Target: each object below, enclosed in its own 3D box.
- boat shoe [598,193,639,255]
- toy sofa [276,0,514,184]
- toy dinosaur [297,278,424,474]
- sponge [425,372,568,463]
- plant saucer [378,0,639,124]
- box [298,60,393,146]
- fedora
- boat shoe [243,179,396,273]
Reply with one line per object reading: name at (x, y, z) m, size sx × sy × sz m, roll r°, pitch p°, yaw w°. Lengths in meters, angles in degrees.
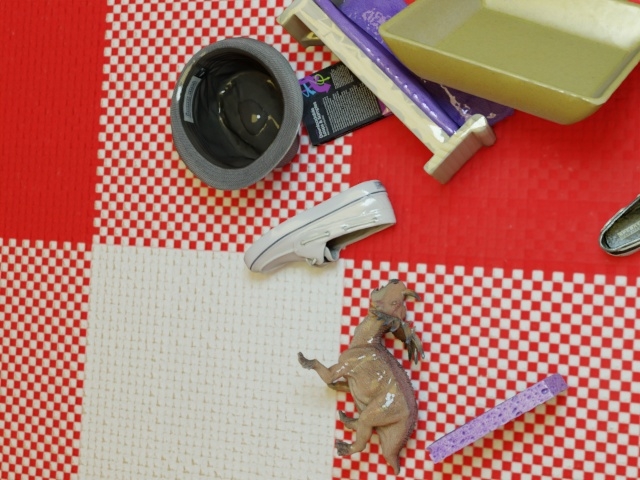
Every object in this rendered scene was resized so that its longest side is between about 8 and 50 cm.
boat shoe at (0.499, -0.048, 1.607) m, size 0.219 × 0.070 × 0.078 m, roll -39°, pitch 74°, yaw 17°
toy sofa at (0.121, -0.271, 1.712) m, size 0.177 × 0.150 × 0.362 m, roll -45°, pitch 76°, yaw 8°
toy dinosaur at (0.100, 0.222, 1.746) m, size 0.200 × 0.127 × 0.296 m, roll -23°, pitch 85°, yaw 14°
sponge at (0.265, 0.265, 1.670) m, size 0.210 × 0.117 × 0.031 m, roll -34°, pitch 78°, yaw 19°
plant saucer at (0.297, -0.281, 1.607) m, size 0.333 × 0.333 × 0.081 m, roll 23°, pitch 131°, yaw 23°
box at (0.042, -0.237, 1.833) m, size 0.162 × 0.029 × 0.116 m, roll -21°, pitch 81°, yaw 20°
fedora at (-0.119, -0.202, 1.848) m, size 0.275 × 0.124 × 0.244 m, roll 45°, pitch 103°, yaw 27°
boat shoe at (0.000, 0.000, 1.812) m, size 0.267 × 0.096 × 0.088 m, roll -27°, pitch 73°, yaw 12°
